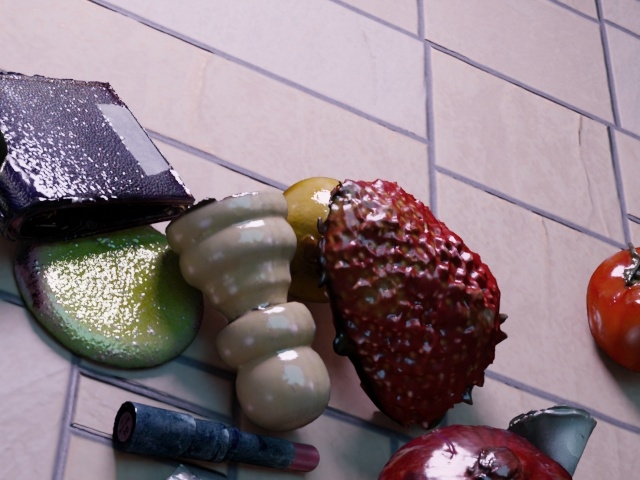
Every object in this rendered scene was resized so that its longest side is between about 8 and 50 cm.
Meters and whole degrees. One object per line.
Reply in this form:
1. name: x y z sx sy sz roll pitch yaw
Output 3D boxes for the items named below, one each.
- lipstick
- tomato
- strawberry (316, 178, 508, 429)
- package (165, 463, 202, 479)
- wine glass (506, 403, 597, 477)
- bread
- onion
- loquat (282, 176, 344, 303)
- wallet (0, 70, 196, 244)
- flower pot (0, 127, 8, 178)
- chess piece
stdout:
1. lipstick: -0.103 0.212 1.795 0.234 0.053 0.053 13 46 -30
2. tomato: 0.434 0.092 2.250 0.187 0.151 0.187 -10 39 8
3. strawberry: 0.110 0.069 1.926 0.306 0.137 0.233 50 55 -42
4. package: -0.123 0.323 1.695 0.171 0.027 0.173 46 40 4
5. wine glass: 0.280 0.297 1.969 0.122 0.122 0.183 13 52 -28
6. bread: -0.229 0.042 1.875 0.228 0.033 0.228 20 43 -19
7. onion: 0.171 0.301 1.809 0.246 0.190 0.246 13 32 -8
8. loquat: 0.000 0.000 2.001 0.137 0.163 0.163 4 42 7
9. wallet: -0.294 -0.097 1.903 0.262 0.071 0.221 -8 48 -44
10. flower pot: -0.407 -0.042 1.694 0.212 0.202 0.212 23 43 -23
11. chess piece: -0.071 0.085 1.872 0.142 0.143 0.261 -7 73 -41
